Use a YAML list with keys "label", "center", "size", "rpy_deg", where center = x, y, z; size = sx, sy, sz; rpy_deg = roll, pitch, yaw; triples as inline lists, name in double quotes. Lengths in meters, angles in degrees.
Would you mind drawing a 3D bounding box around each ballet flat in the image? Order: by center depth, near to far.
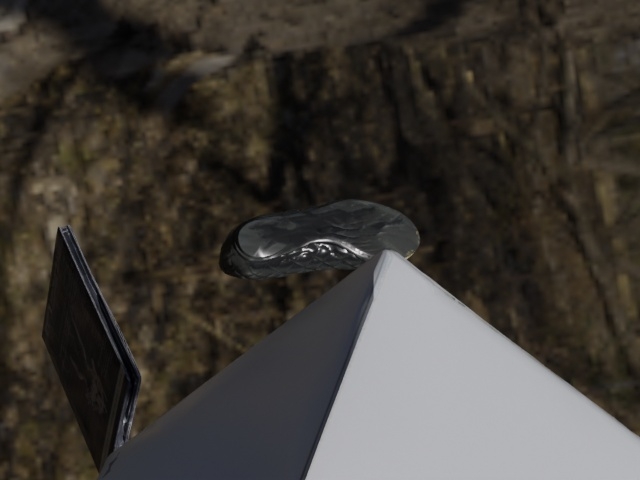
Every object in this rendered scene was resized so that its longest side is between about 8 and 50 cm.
- label: "ballet flat"
  center: [0.000, 0.000, 1.165]
  size: [0.049, 0.173, 0.057]
  rpy_deg: [-38, -121, 58]

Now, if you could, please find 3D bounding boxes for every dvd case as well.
- label: "dvd case"
  center: [-0.235, 0.117, 1.486]
  size: [0.221, 0.018, 0.164]
  rpy_deg: [59, -35, 39]

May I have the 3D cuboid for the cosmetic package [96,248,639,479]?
- label: "cosmetic package"
  center: [0.030, 0.156, 0.582]
  size: [0.225, 0.224, 0.138]
  rpy_deg: [37, 47, -13]
